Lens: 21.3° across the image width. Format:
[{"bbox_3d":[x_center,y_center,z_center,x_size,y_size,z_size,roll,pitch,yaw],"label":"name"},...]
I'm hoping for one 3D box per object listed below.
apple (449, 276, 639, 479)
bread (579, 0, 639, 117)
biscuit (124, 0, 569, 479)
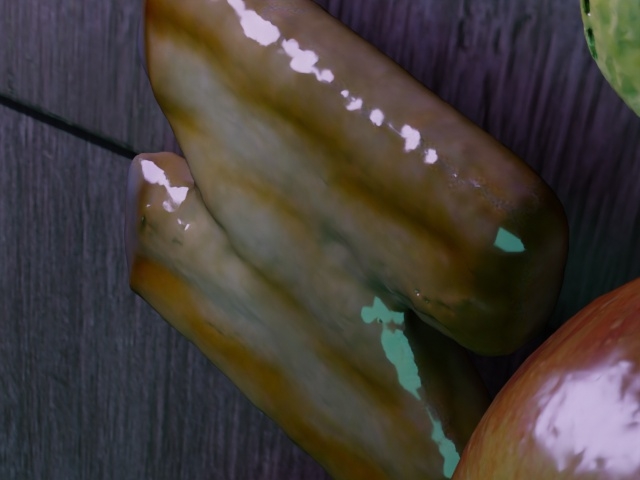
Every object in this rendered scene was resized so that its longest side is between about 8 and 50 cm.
[{"bbox_3d":[0.164,0.152,0.684,0.277,0.250,0.309,11,83,49],"label":"apple"},{"bbox_3d":[0.164,-0.105,0.663,0.129,0.114,0.111,55,140,0],"label":"bread"},{"bbox_3d":[0.000,0.000,0.839,0.291,0.062,0.237,40,138,36],"label":"biscuit"}]
